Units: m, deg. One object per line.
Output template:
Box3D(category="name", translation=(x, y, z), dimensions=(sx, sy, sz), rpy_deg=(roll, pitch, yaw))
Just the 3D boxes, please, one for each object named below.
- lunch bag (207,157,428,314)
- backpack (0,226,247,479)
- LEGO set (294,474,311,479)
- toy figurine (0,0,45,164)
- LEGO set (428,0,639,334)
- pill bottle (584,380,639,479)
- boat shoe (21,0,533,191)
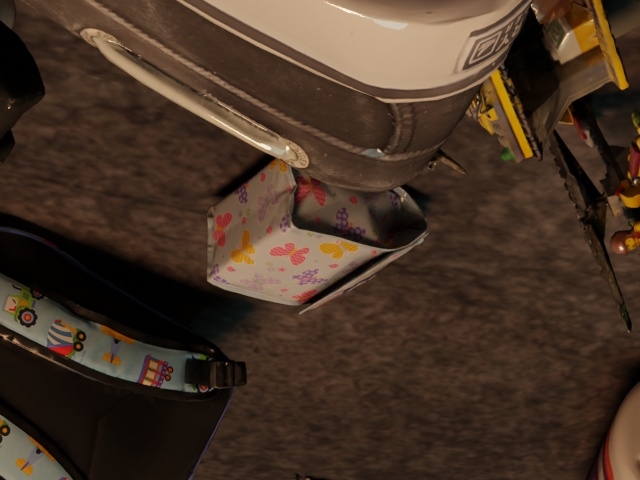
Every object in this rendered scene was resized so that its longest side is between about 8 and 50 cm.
Box3D(category="lunch bag", translation=(0.000, 0.000, 0.723), dimensions=(0.083, 0.053, 0.071), rpy_deg=(16, 147, -35))
Box3D(category="backpack", translation=(-0.150, 0.085, 0.779), dimensions=(0.173, 0.158, 0.117), rpy_deg=(35, 155, -20))
Box3D(category="LEGO set", translation=(-0.017, 0.181, 1.027), dimensions=(0.054, 0.023, 0.083), rpy_deg=(3, 147, 0))
Box3D(category="toy figurine", translation=(-0.195, -0.081, 0.469), dimensions=(0.213, 0.210, 0.148), rpy_deg=(24, 130, -29))
Box3D(category="LEGO set", translation=(0.129, -0.021, 0.491), dimensions=(0.192, 0.255, 0.331), rpy_deg=(-28, 150, 4))
Box3D(category="pill bottle", translation=(0.202, 0.159, 0.897), dimensions=(0.108, 0.108, 0.193), rpy_deg=(4, 148, -1))
Box3D(category="boat shoe", translation=(-0.082, -0.120, 0.409), dimensions=(0.301, 0.108, 0.102), rpy_deg=(34, 145, 6))
